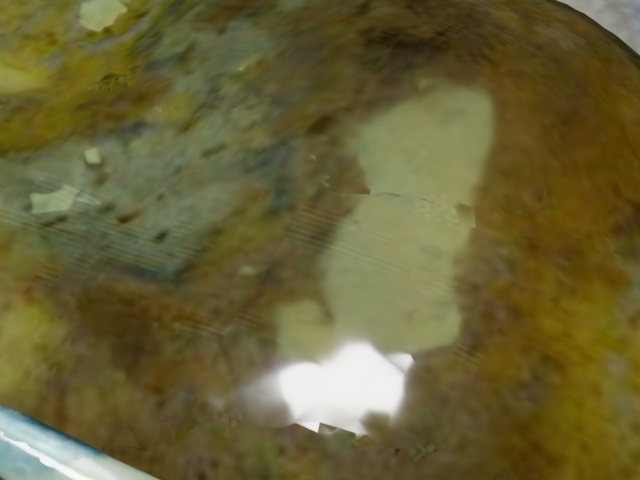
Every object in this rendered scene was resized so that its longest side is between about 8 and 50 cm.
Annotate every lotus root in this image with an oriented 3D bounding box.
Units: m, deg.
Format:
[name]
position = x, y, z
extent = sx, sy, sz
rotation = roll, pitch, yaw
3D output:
[lotus root]
position = 0.003, 0.009, 0.558
extent = 0.260, 0.149, 0.267
rotation = 18, 39, 33

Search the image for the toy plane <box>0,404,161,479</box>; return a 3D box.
[toy plane]
position = 0.023, 0.106, 0.414
extent = 0.262, 0.088, 0.192
rotation = 25, 44, 14
